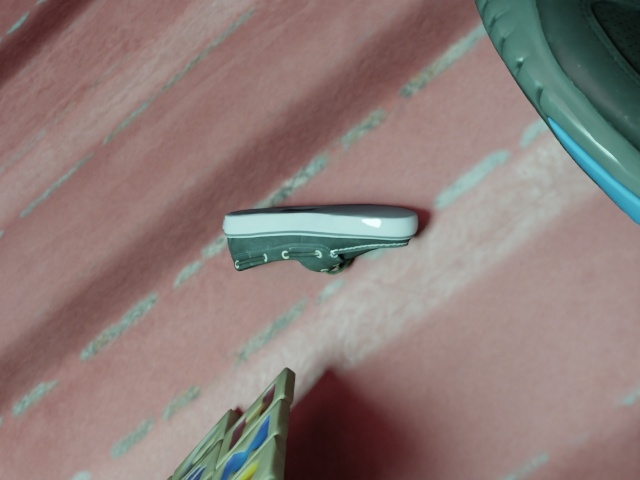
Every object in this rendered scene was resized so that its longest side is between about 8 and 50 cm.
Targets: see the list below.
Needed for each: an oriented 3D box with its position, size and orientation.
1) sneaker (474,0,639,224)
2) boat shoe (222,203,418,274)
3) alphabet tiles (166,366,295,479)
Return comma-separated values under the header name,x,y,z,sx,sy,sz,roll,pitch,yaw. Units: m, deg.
name,x,y,z,sx,sy,sz,roll,pitch,yaw
sneaker,0.156,-0.152,0.602,0.139,0.125,0.341,-29,53,20
boat shoe,0.000,0.000,0.704,0.142,0.049,0.040,0,100,37
alphabet tiles,-0.111,0.197,0.552,0.285,0.011,0.342,-49,5,8
